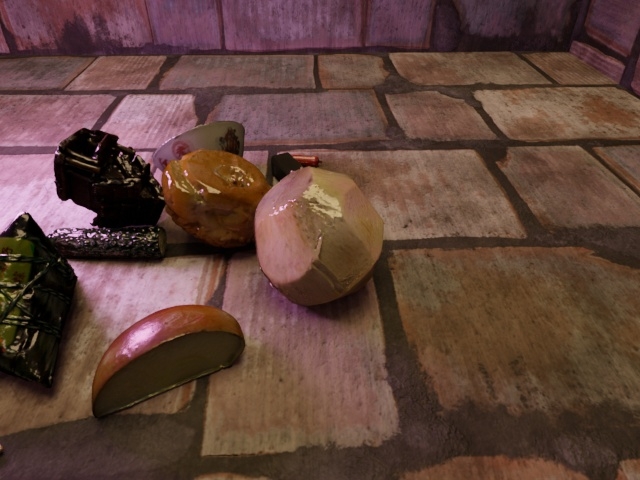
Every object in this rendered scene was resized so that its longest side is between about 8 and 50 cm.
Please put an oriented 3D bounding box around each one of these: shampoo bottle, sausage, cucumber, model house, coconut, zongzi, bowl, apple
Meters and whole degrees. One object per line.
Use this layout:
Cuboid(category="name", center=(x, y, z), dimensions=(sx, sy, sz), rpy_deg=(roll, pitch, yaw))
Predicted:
Cuboid(category="shampoo bottle", center=(-0.097, -0.229, 1.705), dimensions=(0.079, 0.080, 0.246), rpy_deg=(-18, 41, -21))
Cuboid(category="sausage", center=(-0.065, -0.313, 1.842), dimensions=(0.145, 0.050, 0.048), rpy_deg=(5, 43, 4))
Cuboid(category="cucumber", center=(-0.635, 0.003, 1.382), dimensions=(0.359, 0.096, 0.096), rpy_deg=(1, 37, 0))
Cuboid(category="model house", center=(-0.579, -0.186, 1.409), dimensions=(0.282, 0.317, 0.297), rpy_deg=(30, 52, -10))
Cuboid(category="coconut", center=(0.000, 0.000, 1.231), dimensions=(0.352, 0.353, 0.353), rpy_deg=(0, 37, 0))
Cuboid(category="zongzi", center=(-0.761, 0.162, 1.086), dimensions=(0.362, 0.319, 0.384), rpy_deg=(-2, 56, -6))
Cuboid(category="bowl", center=(-0.387, -0.259, 1.634), dimensions=(0.337, 0.337, 0.158), rpy_deg=(-22, 84, -26))
Cuboid(category="apple", center=(-0.341, 0.242, 1.054), dimensions=(0.346, 0.254, 0.179), rpy_deg=(-19, 84, -21))

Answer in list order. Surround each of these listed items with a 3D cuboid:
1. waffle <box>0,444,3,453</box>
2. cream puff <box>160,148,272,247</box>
Cuboid(category="waffle", center=(-0.683, 0.428, 0.890), dimensions=(0.092, 0.021, 0.135), rpy_deg=(17, 40, 20))
Cuboid(category="cream puff", center=(-0.305, -0.110, 1.404), dimensions=(0.342, 0.231, 0.327), rpy_deg=(-17, 52, -47))
